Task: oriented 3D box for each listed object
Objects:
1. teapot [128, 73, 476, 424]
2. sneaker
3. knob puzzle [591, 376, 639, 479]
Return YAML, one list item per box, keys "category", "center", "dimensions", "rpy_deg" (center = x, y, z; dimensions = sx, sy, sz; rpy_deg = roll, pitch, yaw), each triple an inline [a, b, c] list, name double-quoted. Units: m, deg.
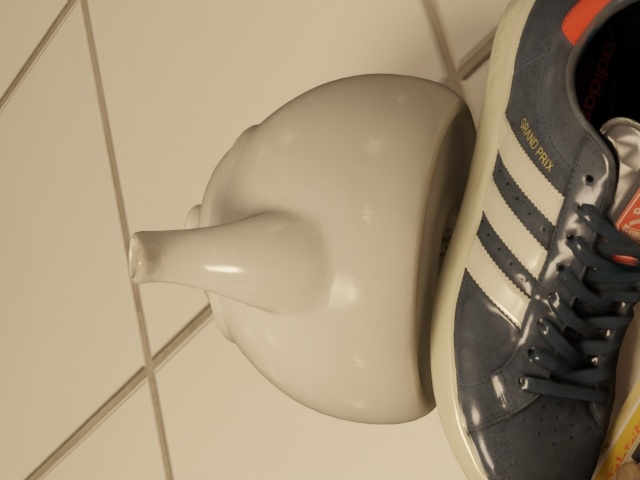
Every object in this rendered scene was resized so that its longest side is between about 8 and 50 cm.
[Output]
- category: "teapot"
  center: [0.000, 0.000, 0.929]
  dimensions: [0.187, 0.256, 0.253]
  rpy_deg: [6, 53, 17]
- category: "sneaker"
  center: [0.165, -0.001, 0.822]
  dimensions: [0.148, 0.131, 0.350]
  rpy_deg: [-2, 82, 58]
- category: "knob puzzle"
  center: [0.239, 0.138, 0.781]
  dimensions: [0.213, 0.030, 0.213]
  rpy_deg: [-15, 72, 52]
